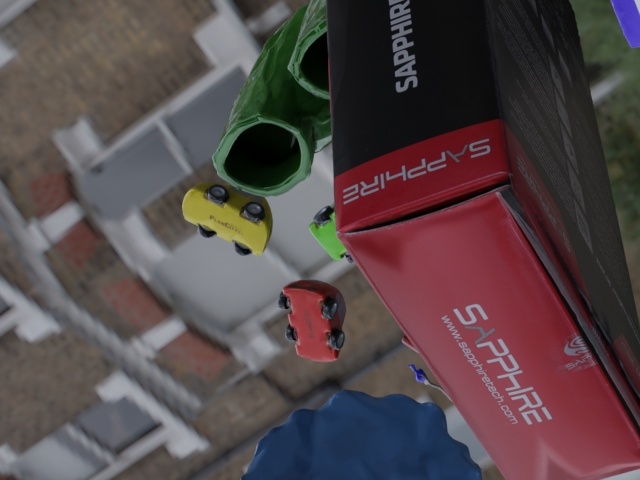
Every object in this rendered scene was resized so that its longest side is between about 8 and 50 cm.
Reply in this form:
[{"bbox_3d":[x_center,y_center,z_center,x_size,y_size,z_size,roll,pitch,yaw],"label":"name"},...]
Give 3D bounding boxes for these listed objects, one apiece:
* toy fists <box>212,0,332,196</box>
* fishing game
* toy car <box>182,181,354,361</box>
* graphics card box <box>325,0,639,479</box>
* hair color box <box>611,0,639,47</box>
[{"bbox_3d":[0.014,-0.148,1.307,0.096,0.279,0.142,28,-127,-12],"label":"toy fists"},{"bbox_3d":[0.032,0.191,1.223,0.189,0.264,0.041,31,153,35],"label":"fishing game"},{"bbox_3d":[0.000,0.000,1.674,0.239,0.225,0.053,50,-137,-14],"label":"toy car"},{"bbox_3d":[0.087,-0.075,0.905,0.233,0.094,0.371,54,-155,-42],"label":"graphics card box"},{"bbox_3d":[0.497,-0.343,1.848,0.185,0.339,0.110,-3,116,56],"label":"hair color box"}]
